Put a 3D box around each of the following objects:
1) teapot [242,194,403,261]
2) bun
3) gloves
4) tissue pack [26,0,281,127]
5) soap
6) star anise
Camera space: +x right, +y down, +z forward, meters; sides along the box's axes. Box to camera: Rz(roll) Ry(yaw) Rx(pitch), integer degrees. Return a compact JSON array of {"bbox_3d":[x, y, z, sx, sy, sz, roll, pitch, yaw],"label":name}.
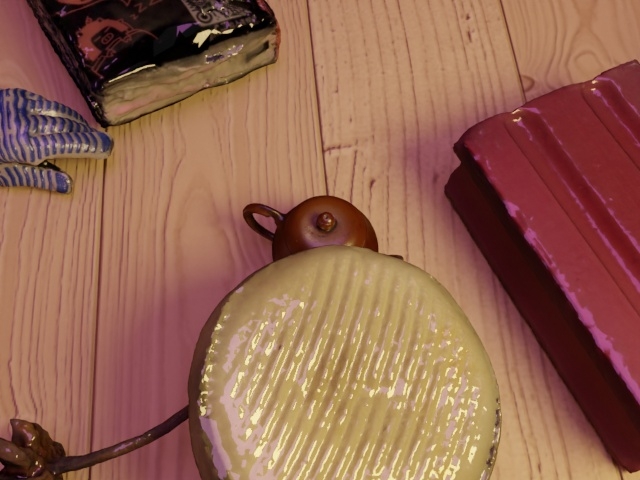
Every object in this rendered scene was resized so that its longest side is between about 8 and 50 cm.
[{"bbox_3d":[0.000,0.000,0.768,0.173,0.116,0.116,21,65,10],"label":"teapot"},{"bbox_3d":[0.016,0.148,0.672,0.287,0.146,0.287,4,71,-12],"label":"bun"},{"bbox_3d":[-0.343,-0.111,0.837,0.229,0.097,0.119,1,93,-6],"label":"gloves"},{"bbox_3d":[-0.223,-0.309,0.917,0.245,0.123,0.332,-27,70,-19],"label":"tissue pack"},{"bbox_3d":[0.311,0.014,0.755,0.233,0.128,0.359,-23,66,-11],"label":"soap"},{"bbox_3d":[-0.168,0.204,0.668,0.227,0.218,0.148,-10,105,10],"label":"star anise"}]
